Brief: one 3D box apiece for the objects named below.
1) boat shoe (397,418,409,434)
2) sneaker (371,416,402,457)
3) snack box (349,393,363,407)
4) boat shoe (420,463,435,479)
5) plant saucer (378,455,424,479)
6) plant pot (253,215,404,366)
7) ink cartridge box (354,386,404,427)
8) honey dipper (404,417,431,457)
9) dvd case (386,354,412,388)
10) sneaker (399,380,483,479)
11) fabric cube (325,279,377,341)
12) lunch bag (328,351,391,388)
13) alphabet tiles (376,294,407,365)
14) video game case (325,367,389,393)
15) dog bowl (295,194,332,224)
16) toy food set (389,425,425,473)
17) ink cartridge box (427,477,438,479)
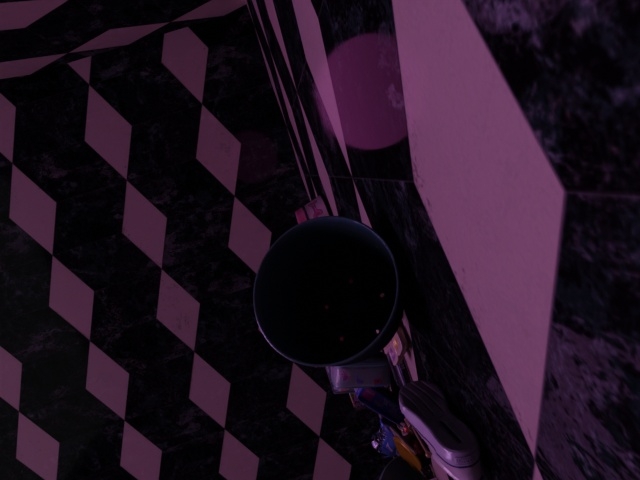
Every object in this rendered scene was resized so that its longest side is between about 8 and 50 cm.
[{"bbox_3d":[0.307,0.675,1.619,0.137,0.043,0.049,102,151,-82],"label":"boat shoe"},{"bbox_3d":[0.321,0.969,2.192,0.130,0.147,0.330,-112,6,-53],"label":"sneaker"},{"bbox_3d":[0.207,0.671,2.163,0.070,0.174,0.207,145,106,-86],"label":"snack box"},{"bbox_3d":[0.351,0.774,1.454,0.049,0.042,0.133,-118,8,-61],"label":"boat shoe"},{"bbox_3d":[0.287,0.923,1.562,0.317,0.044,0.317,26,-129,-38],"label":"plant saucer"},{"bbox_3d":[0.044,0.127,0.951,0.235,0.293,0.293,44,-157,-61],"label":"plant pot"},{"bbox_3d":[0.216,0.589,1.704,0.186,0.065,0.311,32,178,1],"label":"ink cartridge box"},{"bbox_3d":[0.309,0.615,1.414,0.160,0.030,0.030,-126,17,-65],"label":"honey dipper"},{"bbox_3d":[0.213,0.324,1.331,0.179,0.029,0.238,100,152,-84],"label":"dvd case"},{"bbox_3d":[0.214,0.353,0.840,0.258,0.094,0.091,-125,21,-77],"label":"sneaker"},{"bbox_3d":[0.061,0.270,1.600,0.259,0.258,0.254,101,150,-84],"label":"fabric cube"},{"bbox_3d":[0.144,0.460,1.645,0.279,0.224,0.108,119,148,-85],"label":"lunch bag"},{"bbox_3d":[0.157,0.175,1.183,0.278,0.021,0.284,89,163,-56],"label":"alphabet tiles"},{"bbox_3d":[0.140,0.546,1.979,0.035,0.275,0.248,-23,-84,-59],"label":"video game case"},{"bbox_3d":[0.000,0.000,2.117,0.408,0.150,0.408,161,90,-87],"label":"dog bowl"},{"bbox_3d":[0.313,0.694,1.512,0.128,0.071,0.218,33,151,45],"label":"toy food set"},{"bbox_3d":[0.288,0.843,1.376,0.093,0.212,0.154,-107,-2,-72],"label":"ink cartridge box"}]
